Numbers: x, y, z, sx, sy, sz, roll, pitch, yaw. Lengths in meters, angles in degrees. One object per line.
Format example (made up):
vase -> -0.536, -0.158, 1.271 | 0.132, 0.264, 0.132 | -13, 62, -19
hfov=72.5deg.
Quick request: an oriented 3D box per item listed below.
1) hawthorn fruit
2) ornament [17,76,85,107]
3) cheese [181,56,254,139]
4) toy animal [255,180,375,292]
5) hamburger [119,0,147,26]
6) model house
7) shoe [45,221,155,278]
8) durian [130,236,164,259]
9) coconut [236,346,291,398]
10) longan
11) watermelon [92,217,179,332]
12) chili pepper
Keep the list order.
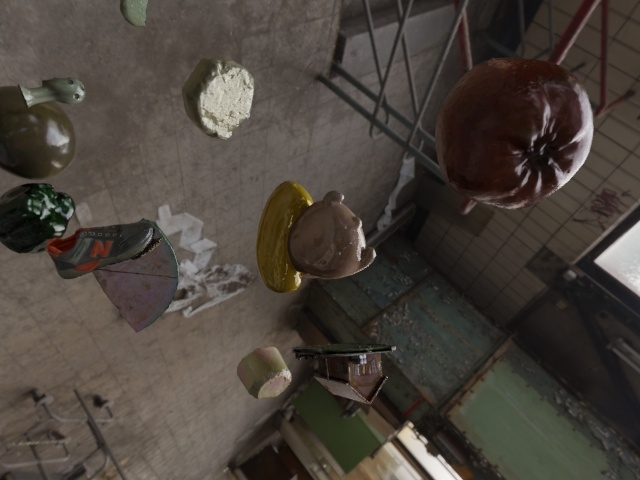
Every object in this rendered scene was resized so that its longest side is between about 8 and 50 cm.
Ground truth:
hawthorn fruit -> 0.344, -0.198, 0.813 | 0.275, 0.276, 0.299 | -55, -177, 24
ornament -> -0.740, -0.414, 1.209 | 0.156, 0.081, 0.075 | -23, 180, -31
cheese -> -0.408, -0.575, 1.780 | 0.318, 0.115, 0.326 | -29, 141, -40
toy animal -> -0.002, -0.022, 1.147 | 0.345, 0.277, 0.247 | -22, 166, 37
hamburger -> -0.630, -0.787, 1.465 | 0.084, 0.054, 0.121 | 0, 129, -35
model house -> 0.055, 0.368, 1.215 | 0.207, 0.153, 0.294 | 2, 169, -29
shoe -> -0.416, 0.004, 0.826 | 0.195, 0.074, 0.077 | -23, 133, -8
durian -> -0.534, 0.026, 1.321 | 0.131, 0.052, 0.066 | -26, 171, 5
coconut -> -0.180, 0.405, 1.363 | 0.147, 0.152, 0.147 | -24, 138, -23
longan -> -1.092, -0.395, 1.610 | 0.361, 0.361, 0.360 | -36, 156, -19
watermelon -> -0.616, 0.091, 1.506 | 0.292, 0.222, 0.319 | -36, 119, -6
chili pepper -> -1.039, -0.088, 1.577 | 0.257, 0.248, 0.233 | -18, 145, 29
